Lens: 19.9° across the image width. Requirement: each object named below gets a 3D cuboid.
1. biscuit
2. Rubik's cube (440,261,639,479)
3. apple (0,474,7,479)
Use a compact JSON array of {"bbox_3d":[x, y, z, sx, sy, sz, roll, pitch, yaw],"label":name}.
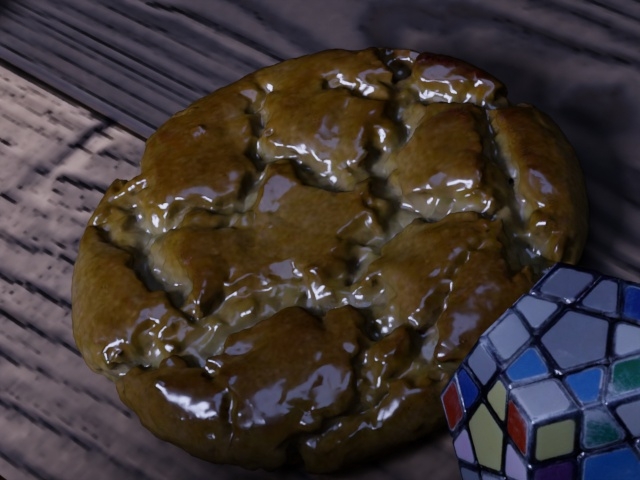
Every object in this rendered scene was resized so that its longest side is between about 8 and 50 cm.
[{"bbox_3d":[0.000,0.000,0.764,0.225,0.042,0.226,-10,50,12],"label":"biscuit"},{"bbox_3d":[0.098,0.061,0.643,0.111,0.093,0.111,-9,49,11],"label":"Rubik's cube"},{"bbox_3d":[-0.211,0.189,0.492,0.348,0.348,0.277,38,116,38],"label":"apple"}]
